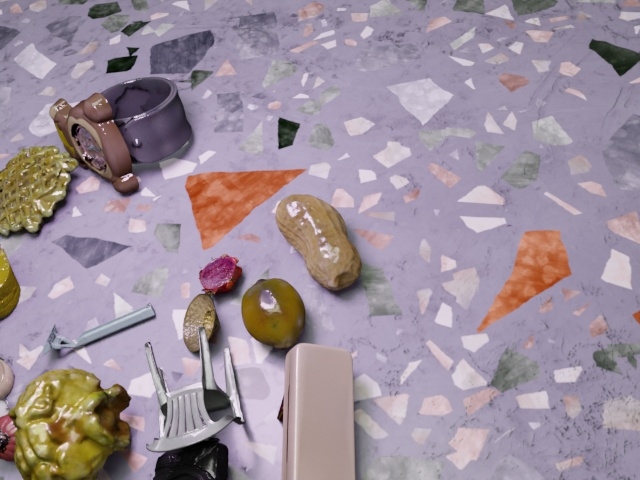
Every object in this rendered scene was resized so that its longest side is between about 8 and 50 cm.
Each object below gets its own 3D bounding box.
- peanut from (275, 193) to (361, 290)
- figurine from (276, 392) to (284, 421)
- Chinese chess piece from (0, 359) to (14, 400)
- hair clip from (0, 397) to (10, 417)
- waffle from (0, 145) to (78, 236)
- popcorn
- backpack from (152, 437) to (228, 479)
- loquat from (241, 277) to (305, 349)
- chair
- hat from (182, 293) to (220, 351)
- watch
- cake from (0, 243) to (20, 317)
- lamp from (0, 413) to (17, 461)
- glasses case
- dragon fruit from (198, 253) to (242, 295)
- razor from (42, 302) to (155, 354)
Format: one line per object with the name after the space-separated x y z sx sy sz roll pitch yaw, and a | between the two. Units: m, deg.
0.006 -0.006 1.689 0.159 0.143 0.291 -26 59 -19 | peanut
-0.039 0.361 1.486 0.098 0.082 0.154 16 57 -5 | figurine
-0.825 0.351 1.639 0.122 0.051 0.122 -4 55 6 | Chinese chess piece
-0.812 0.450 1.556 0.116 0.049 0.172 13 61 -2 | hair clip
-0.879 -0.159 1.973 0.297 0.073 0.317 17 70 27 | waffle
-0.548 0.411 1.447 0.257 0.224 0.270 31 55 9 | popcorn
-0.272 0.493 1.409 0.165 0.106 0.120 -15 48 26 | backpack
-0.110 0.176 1.582 0.152 0.152 0.195 -25 62 -8 | loquat
-0.290 0.348 1.458 0.203 0.191 0.275 -19 57 -2 | chair
-0.277 0.208 1.641 0.146 0.067 0.146 -21 61 44 | hat
-0.579 -0.361 1.989 0.335 0.314 0.327 21 48 35 | watch
-0.925 0.095 1.777 0.179 0.156 0.261 -22 58 -25 | cake
-0.710 0.452 1.520 0.107 0.092 0.108 1 92 19 | lamp
-0.004 0.391 1.395 0.143 0.076 0.337 13 58 -20 | glasses case
-0.253 0.097 1.709 0.112 0.068 0.126 -22 44 3 | dragon fruit
-0.558 0.226 1.685 0.277 0.056 0.111 -16 18 -8 | razor
